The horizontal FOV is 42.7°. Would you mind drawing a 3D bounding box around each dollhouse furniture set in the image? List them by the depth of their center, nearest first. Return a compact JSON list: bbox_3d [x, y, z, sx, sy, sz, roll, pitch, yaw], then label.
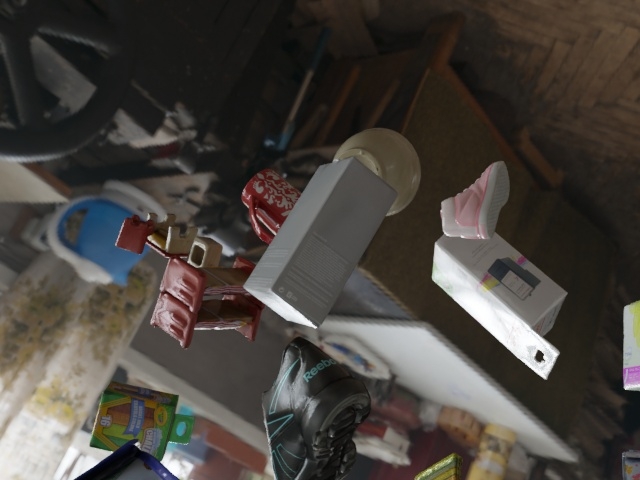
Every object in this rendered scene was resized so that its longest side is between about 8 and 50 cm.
[{"bbox_3d":[-0.301,0.072,1.724,0.374,0.152,0.201,28,-164,38],"label":"dollhouse furniture set"}]

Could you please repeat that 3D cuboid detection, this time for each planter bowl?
[{"bbox_3d":[0.083,-0.116,1.445,0.162,0.162,0.109,14,-165,24],"label":"planter bowl"}]

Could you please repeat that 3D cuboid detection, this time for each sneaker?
[{"bbox_3d":[-0.014,0.214,0.931,0.106,0.101,0.267,47,141,29],"label":"sneaker"},{"bbox_3d":[0.183,-0.050,0.984,0.070,0.134,0.051,-3,127,30],"label":"sneaker"}]

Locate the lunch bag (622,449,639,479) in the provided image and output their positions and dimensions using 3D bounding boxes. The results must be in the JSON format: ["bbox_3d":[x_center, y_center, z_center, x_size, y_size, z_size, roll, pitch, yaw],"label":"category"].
[{"bbox_3d":[0.461,0.326,1.149,0.071,0.083,0.053,-4,121,23],"label":"lunch bag"}]

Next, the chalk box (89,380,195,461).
[{"bbox_3d":[-0.396,0.413,1.856,0.212,0.133,0.132,13,180,-6],"label":"chalk box"}]

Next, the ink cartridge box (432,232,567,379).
[{"bbox_3d":[0.415,0.124,1.815,0.353,0.119,0.207,44,165,23],"label":"ink cartridge box"}]

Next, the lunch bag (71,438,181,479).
[{"bbox_3d":[-0.313,0.451,1.105,0.385,0.327,0.239,4,124,63],"label":"lunch bag"}]

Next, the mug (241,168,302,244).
[{"bbox_3d":[-0.078,-0.062,1.642,0.169,0.113,0.150,43,-168,20],"label":"mug"}]

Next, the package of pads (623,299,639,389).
[{"bbox_3d":[0.830,0.250,2.002,0.101,0.229,0.296,5,168,1],"label":"package of pads"}]

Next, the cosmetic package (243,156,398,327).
[{"bbox_3d":[0.000,0.000,1.218,0.107,0.238,0.127,39,166,-18],"label":"cosmetic package"}]

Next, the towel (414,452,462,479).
[{"bbox_3d":[0.169,0.429,1.176,0.021,0.237,0.102,29,131,-19],"label":"towel"}]
